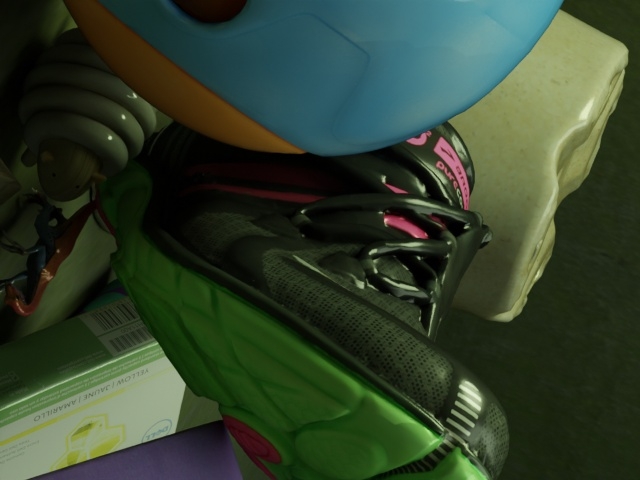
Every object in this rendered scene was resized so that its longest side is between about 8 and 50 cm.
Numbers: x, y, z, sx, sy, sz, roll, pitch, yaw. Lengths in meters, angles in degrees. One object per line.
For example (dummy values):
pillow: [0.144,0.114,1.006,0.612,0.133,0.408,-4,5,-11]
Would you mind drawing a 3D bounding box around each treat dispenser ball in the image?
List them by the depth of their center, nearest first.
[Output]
treat dispenser ball: [-0.004,-0.186,1.028,0.288,0.288,0.288,24,90,-80]

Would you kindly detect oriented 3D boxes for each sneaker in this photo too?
sneaker: [0.000,0.000,1.115,0.202,0.185,0.483,-38,-153,1]

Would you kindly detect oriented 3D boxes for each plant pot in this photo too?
plant pot: [0.046,-0.097,1.464,0.334,0.305,0.334,-62,169,-21]

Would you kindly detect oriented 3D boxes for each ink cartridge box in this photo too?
ink cartridge box: [-0.182,0.150,1.380,0.171,0.056,0.235,-23,143,-34]

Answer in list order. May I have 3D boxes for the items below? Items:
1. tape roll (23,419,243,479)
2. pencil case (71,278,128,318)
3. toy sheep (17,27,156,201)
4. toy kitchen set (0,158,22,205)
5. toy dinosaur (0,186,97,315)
tape roll: [-0.171,0.181,1.098,0.275,0.275,0.090,10,62,-80]
pencil case: [-0.158,0.078,1.488,0.151,0.070,0.064,-52,150,-61]
toy sheep: [-0.137,-0.083,1.186,0.091,0.091,0.132,89,13,-68]
toy kitchen set: [-0.212,-0.036,1.031,0.075,0.068,0.083,-38,172,5]
toy dinosaur: [-0.174,0.008,1.253,0.047,0.090,0.082,74,5,-58]
